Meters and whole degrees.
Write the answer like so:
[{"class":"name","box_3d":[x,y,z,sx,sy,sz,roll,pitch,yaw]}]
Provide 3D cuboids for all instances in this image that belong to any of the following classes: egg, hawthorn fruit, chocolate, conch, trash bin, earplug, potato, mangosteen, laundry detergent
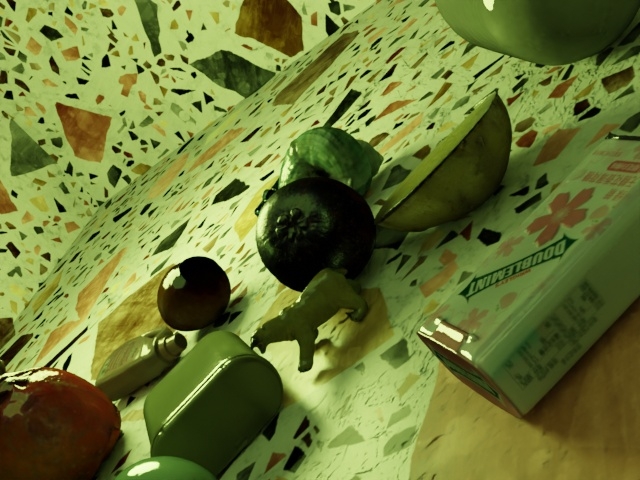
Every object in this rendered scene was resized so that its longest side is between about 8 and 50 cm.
[{"class":"egg","box_3d":[-0.208,0.381,1.239,0.231,0.168,0.168,-7,40,53]},{"class":"hawthorn fruit","box_3d":[-0.556,0.355,1.783,0.276,0.307,0.276,-39,6,5]},{"class":"chocolate","box_3d":[-0.273,0.125,1.945,0.177,0.177,0.176,-37,20,16]},{"class":"conch","box_3d":[0.015,-0.129,1.877,0.277,0.220,0.195,-27,-26,-27]},{"class":"trash bin","box_3d":[-0.190,0.268,1.520,0.243,0.121,0.247,-46,17,-6]},{"class":"earplug","box_3d":[0.400,-0.470,1.638,0.313,0.312,0.394,-41,22,7]},{"class":"potato","box_3d":[0.224,-0.108,1.505,0.299,0.116,0.239,-44,10,32]},{"class":"mangosteen","box_3d":[0.002,-0.007,1.623,0.216,0.216,0.216,-37,20,16]},{"class":"laundry detergent","box_3d":[-0.375,0.243,1.986,0.237,0.076,0.171,-33,21,26]}]

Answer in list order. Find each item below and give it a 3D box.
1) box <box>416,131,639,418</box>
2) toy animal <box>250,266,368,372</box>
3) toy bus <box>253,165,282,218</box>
[{"class":"box","box_3d":[0.299,0.030,1.085,0.370,0.112,0.190,-43,19,-6]},{"class":"toy animal","box_3d":[-0.019,0.124,1.492,0.219,0.101,0.103,-43,21,-12]},{"class":"toy bus","box_3d":[-0.061,-0.090,2.022,0.090,0.106,0.184,11,50,29]}]
